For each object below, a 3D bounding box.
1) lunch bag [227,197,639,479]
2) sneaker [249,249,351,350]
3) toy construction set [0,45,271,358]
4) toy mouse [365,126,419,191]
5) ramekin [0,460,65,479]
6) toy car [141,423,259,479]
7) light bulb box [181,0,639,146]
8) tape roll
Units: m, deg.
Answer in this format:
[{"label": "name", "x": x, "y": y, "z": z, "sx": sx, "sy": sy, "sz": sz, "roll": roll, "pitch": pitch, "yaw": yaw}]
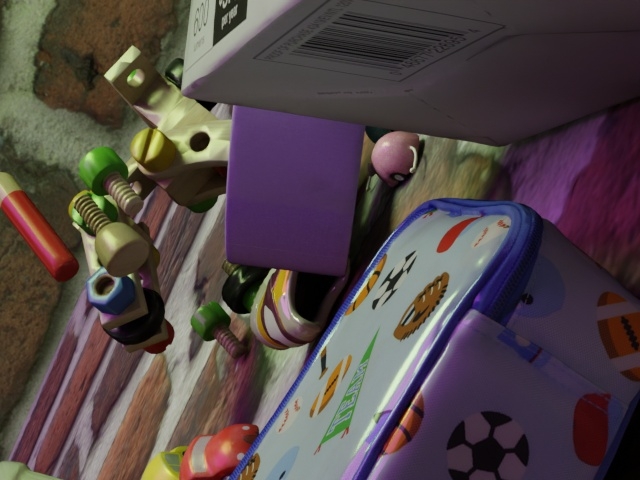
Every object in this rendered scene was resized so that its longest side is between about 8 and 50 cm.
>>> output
[{"label": "lunch bag", "x": 0.025, "y": 0.122, "z": 0.703, "sx": 0.303, "sy": 0.115, "sz": 0.243, "roll": -55, "pitch": 13, "yaw": -3}, {"label": "sneaker", "x": 0.000, "y": 0.000, "z": 1.179, "sx": 0.084, "sy": 0.070, "sz": 0.185, "roll": -20, "pitch": 54, "yaw": 60}, {"label": "toy construction set", "x": -0.172, "y": -0.057, "z": 1.285, "sx": 0.237, "sy": 0.309, "sz": 0.257, "roll": 47, "pitch": 114, "yaw": 29}, {"label": "toy mouse", "x": 0.058, "y": -0.091, "z": 1.154, "sx": 0.143, "sy": 0.031, "sz": 0.161, "roll": -54, "pitch": 20, "yaw": 43}, {"label": "ramekin", "x": -0.250, "y": 0.343, "z": 1.299, "sx": 0.273, "sy": 0.127, "sz": 0.272, "roll": -172, "pitch": 90, "yaw": -89}, {"label": "toy car", "x": -0.137, "y": 0.273, "z": 1.268, "sx": 0.239, "sy": 0.053, "sz": 0.224, "roll": -34, "pitch": 36, "yaw": 66}, {"label": "light bulb box", "x": 0.089, "y": -0.264, "z": 0.758, "sx": 0.358, "sy": 0.225, "sz": 0.360, "roll": 162, "pitch": 114, "yaw": -70}, {"label": "tape roll", "x": -0.009, "y": -0.114, "z": 1.051, "sx": 0.275, "sy": 0.090, "sz": 0.274, "roll": -172, "pitch": 90, "yaw": -90}]
